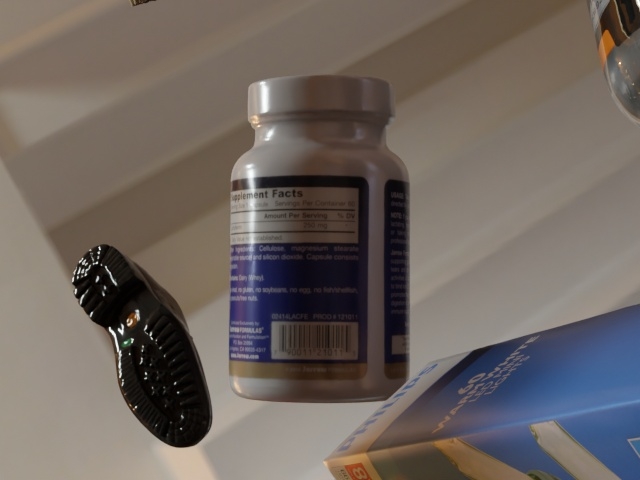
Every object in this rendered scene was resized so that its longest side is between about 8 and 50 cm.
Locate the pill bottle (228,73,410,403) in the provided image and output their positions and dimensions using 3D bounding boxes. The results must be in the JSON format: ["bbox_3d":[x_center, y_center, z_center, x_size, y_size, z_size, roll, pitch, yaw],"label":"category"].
[{"bbox_3d":[0.000,0.000,1.194,0.153,0.264,0.153,1,-3,0],"label":"pill bottle"}]

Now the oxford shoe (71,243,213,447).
[{"bbox_3d":[-0.144,0.100,1.315,0.083,0.227,0.096,-39,-37,12],"label":"oxford shoe"}]

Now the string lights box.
[{"bbox_3d":[0.119,0.099,0.527,0.077,0.133,0.259,-40,6,-28],"label":"string lights box"}]

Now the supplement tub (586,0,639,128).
[{"bbox_3d":[0.268,-0.201,0.946,0.193,0.316,0.193,-8,-21,-3],"label":"supplement tub"}]

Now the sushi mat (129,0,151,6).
[{"bbox_3d":[-0.214,-0.449,1.706,0.151,0.316,0.019,-20,9,6],"label":"sushi mat"}]
